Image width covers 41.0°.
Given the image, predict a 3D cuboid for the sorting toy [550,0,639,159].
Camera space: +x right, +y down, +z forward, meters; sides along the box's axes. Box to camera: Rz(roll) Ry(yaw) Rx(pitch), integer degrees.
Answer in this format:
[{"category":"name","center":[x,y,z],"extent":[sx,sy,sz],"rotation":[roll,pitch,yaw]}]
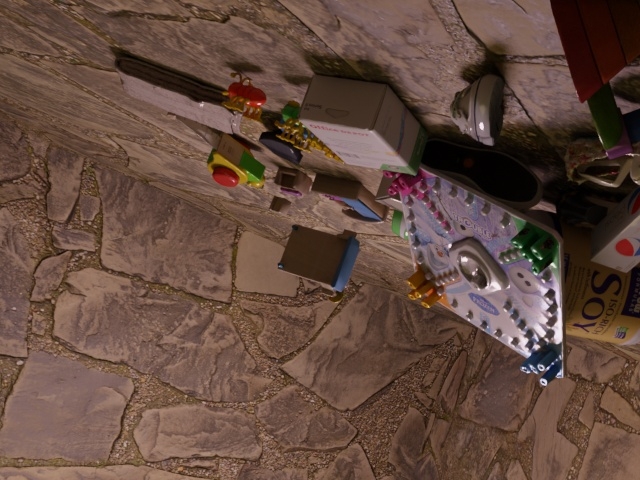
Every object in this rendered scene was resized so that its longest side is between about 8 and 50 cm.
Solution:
[{"category":"sorting toy","center":[0.377,-0.195,1.026],"extent":[0.126,0.127,0.365],"rotation":[-18,158,22]}]

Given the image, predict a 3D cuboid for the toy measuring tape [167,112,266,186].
[{"category":"toy measuring tape","center":[-0.267,-0.223,2.102],"extent":[0.330,0.121,0.121],"rotation":[35,163,-35]}]

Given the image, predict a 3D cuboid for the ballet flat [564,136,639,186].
[{"category":"ballet flat","center":[0.468,-0.117,1.286],"extent":[0.091,0.077,0.241],"rotation":[25,169,-29]}]

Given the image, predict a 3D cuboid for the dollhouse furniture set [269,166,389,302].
[{"category":"dollhouse furniture set","center":[0.000,0.000,2.258],"extent":[0.286,0.303,0.198],"rotation":[14,169,30]}]

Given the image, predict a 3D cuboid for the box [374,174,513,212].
[{"category":"box","center":[0.263,-0.087,1.802],"extent":[0.275,0.113,0.094],"rotation":[23,172,-15]}]

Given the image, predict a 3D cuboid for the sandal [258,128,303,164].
[{"category":"sandal","center":[-0.083,-0.222,1.929],"extent":[0.097,0.055,0.254],"rotation":[26,-179,-1]}]

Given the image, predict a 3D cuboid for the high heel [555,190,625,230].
[{"category":"high heel","center":[0.579,-0.038,1.601],"extent":[0.261,0.093,0.186],"rotation":[14,-172,-8]}]

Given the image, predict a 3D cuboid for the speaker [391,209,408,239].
[{"category":"speaker","center":[0.321,-0.031,1.976],"extent":[0.296,0.131,0.131],"rotation":[16,171,17]}]

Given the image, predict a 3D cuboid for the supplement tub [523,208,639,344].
[{"category":"supplement tub","center":[0.549,0.079,1.722],"extent":[0.331,0.241,0.241],"rotation":[10,172,-5]}]

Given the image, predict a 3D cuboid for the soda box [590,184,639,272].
[{"category":"soda box","center":[0.533,-0.033,1.408],"extent":[0.073,0.069,0.216],"rotation":[19,146,-7]}]

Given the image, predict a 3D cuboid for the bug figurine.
[{"category":"bug figurine","center":[-0.055,-0.234,1.656],"extent":[0.216,0.072,0.279],"rotation":[24,180,31]}]

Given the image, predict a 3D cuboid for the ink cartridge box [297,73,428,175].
[{"category":"ink cartridge box","center":[0.080,-0.203,1.524],"extent":[0.154,0.093,0.212],"rotation":[13,171,31]}]

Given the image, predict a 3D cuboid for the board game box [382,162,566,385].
[{"category":"board game box","center":[0.291,0.059,1.629],"extent":[0.390,0.050,0.390],"rotation":[33,152,40]}]

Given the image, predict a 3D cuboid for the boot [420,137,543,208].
[{"category":"boot","center":[0.315,-0.111,1.636],"extent":[0.244,0.088,0.176],"rotation":[24,175,25]}]

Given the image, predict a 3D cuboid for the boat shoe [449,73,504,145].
[{"category":"boat shoe","center":[0.231,-0.192,1.293],"extent":[0.075,0.083,0.226],"rotation":[15,171,15]}]

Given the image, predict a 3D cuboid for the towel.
[{"category":"towel","center":[-0.300,-0.306,1.839],"extent":[0.282,0.049,0.187],"rotation":[20,171,-4]}]
